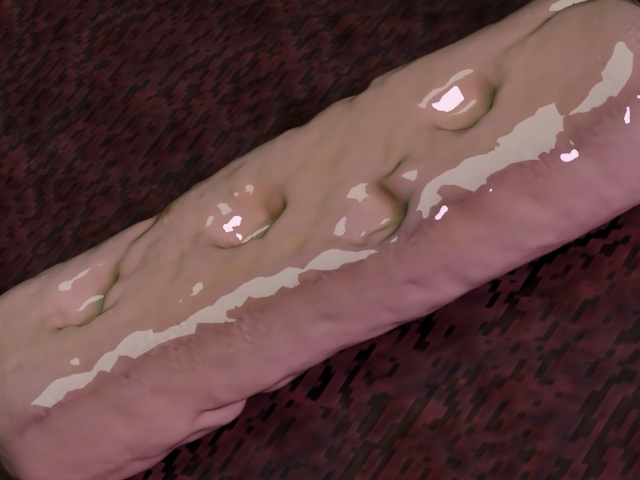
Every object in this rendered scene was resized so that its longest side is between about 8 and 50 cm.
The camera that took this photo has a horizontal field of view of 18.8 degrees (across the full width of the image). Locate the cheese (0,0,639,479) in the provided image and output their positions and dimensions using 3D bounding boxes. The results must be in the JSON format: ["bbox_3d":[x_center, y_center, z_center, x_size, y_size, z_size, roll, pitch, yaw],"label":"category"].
[{"bbox_3d":[0.000,0.000,0.469,0.194,0.043,0.065,-30,35,8],"label":"cheese"}]
